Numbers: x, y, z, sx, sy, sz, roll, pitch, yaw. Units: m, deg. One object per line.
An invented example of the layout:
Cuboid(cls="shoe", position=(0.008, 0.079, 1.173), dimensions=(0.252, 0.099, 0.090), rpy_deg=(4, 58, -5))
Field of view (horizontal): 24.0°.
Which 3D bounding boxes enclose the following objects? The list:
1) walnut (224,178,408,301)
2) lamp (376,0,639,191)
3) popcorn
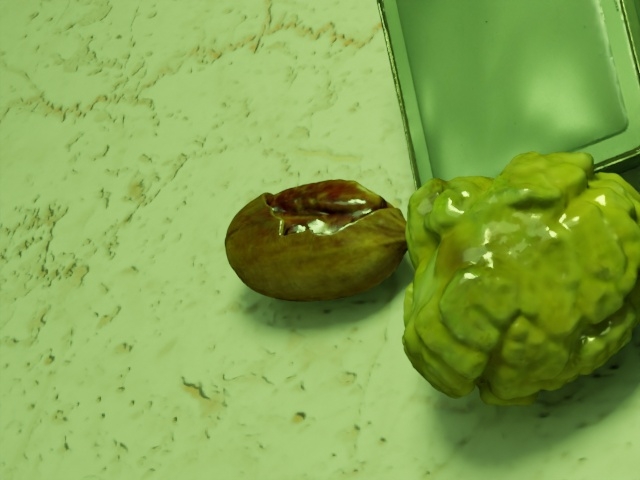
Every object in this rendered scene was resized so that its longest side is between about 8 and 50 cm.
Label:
Cuboid(cls="walnut", position=(0.000, 0.000, 1.421), dimensions=(0.207, 0.116, 0.115), rpy_deg=(-3, 55, 34))
Cuboid(cls="lamp", position=(0.174, -0.166, 1.355), dimensions=(0.266, 0.047, 0.269), rpy_deg=(-21, 74, 41))
Cuboid(cls="popcorn", position=(0.167, 0.026, 1.249), dimensions=(0.203, 0.200, 0.226), rpy_deg=(-117, 44, -73))
